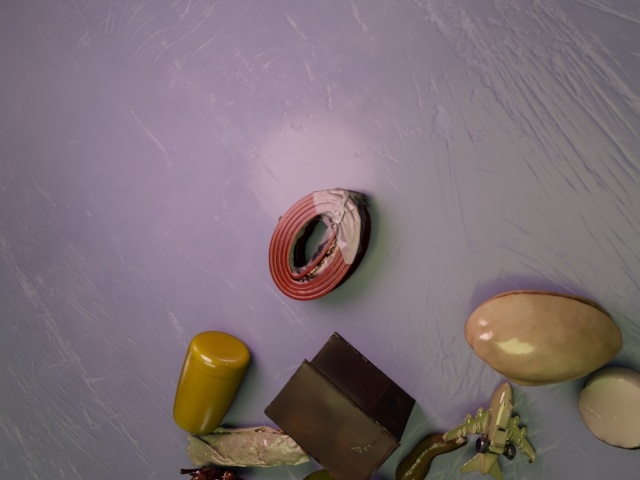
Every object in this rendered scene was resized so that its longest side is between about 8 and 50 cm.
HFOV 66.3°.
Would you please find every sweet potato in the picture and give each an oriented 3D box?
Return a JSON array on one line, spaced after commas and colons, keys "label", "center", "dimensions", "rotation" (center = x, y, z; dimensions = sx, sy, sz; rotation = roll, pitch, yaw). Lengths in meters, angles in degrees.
[{"label": "sweet potato", "center": [0.273, 0.560, 1.266], "dimensions": [0.081, 0.062, 0.233], "rotation": [40, 104, -8]}]

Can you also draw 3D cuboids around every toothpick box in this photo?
[{"label": "toothpick box", "center": [-0.320, 0.413, 1.401], "dimensions": [0.175, 0.175, 0.271], "rotation": [26, 107, 15]}]

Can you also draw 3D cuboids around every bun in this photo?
[{"label": "bun", "center": [0.667, 0.360, 1.072], "dimensions": [0.173, 0.120, 0.172], "rotation": [5, 97, 46]}]

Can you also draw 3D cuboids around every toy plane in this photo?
[{"label": "toy plane", "center": [0.422, 0.462, 1.184], "dimensions": [0.229, 0.092, 0.244], "rotation": [14, 100, -2]}]

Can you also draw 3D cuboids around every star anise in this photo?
[{"label": "star anise", "center": [-0.285, 0.734, 1.441], "dimensions": [0.190, 0.126, 0.220], "rotation": [-16, 115, 47]}]

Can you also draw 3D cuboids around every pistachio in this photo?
[{"label": "pistachio", "center": [0.484, 0.208, 1.084], "dimensions": [0.318, 0.193, 0.213], "rotation": [-8, 104, 9]}]

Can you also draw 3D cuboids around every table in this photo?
[{"label": "table", "center": [0.054, 0.418, 1.227], "dimensions": [0.282, 0.250, 0.196], "rotation": [39, 107, 11]}]

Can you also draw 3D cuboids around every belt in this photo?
[{"label": "belt", "center": [0.000, 0.000, 1.273], "dimensions": [0.227, 0.115, 0.323], "rotation": [34, 105, 12]}]

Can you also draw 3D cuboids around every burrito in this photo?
[{"label": "burrito", "center": [-0.221, 0.603, 1.434], "dimensions": [0.392, 0.076, 0.117], "rotation": [-10, 91, 21]}]

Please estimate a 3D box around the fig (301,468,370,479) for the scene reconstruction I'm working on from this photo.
[{"label": "fig", "center": [0.069, 0.729, 1.279], "dimensions": [0.314, 0.233, 0.233], "rotation": [16, 102, -8]}]
